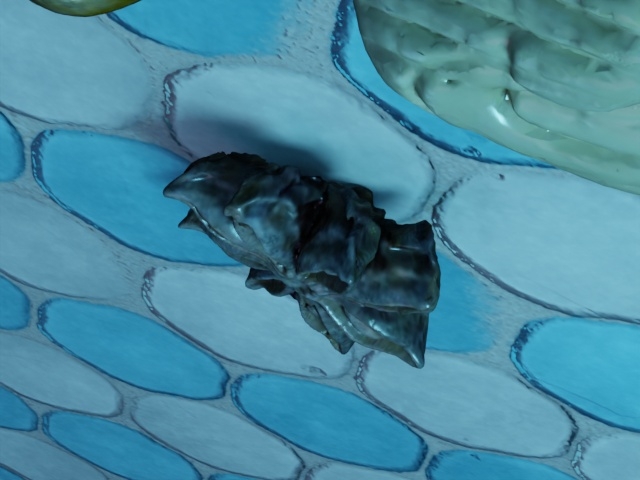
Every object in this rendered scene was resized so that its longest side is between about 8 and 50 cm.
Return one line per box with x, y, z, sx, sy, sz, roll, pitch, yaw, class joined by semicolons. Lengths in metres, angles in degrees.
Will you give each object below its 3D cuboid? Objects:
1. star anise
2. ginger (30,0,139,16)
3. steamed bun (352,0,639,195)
0.001;0.001;1.332;0.236;0.109;0.223;31;162;10;star anise
-0.199;-0.216;0.945;0.375;0.176;0.256;2;154;-7;ginger
0.176;-0.195;0.630;0.342;0.255;0.367;28;131;30;steamed bun
